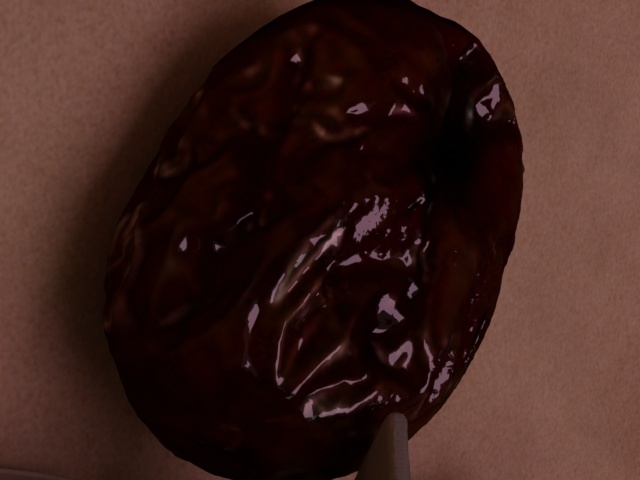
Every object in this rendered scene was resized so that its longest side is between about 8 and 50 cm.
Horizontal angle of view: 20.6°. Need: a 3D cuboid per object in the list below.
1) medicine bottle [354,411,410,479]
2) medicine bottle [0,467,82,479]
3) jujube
[{"bbox_3d":[0.006,0.320,1.224,0.236,0.236,0.406,-33,156,-37],"label":"medicine bottle"},{"bbox_3d":[-0.221,0.356,1.177,0.213,0.213,0.379,8,93,-47],"label":"medicine bottle"},{"bbox_3d":[0.000,0.002,1.300,0.276,0.276,0.377,48,61,-41],"label":"jujube"}]
